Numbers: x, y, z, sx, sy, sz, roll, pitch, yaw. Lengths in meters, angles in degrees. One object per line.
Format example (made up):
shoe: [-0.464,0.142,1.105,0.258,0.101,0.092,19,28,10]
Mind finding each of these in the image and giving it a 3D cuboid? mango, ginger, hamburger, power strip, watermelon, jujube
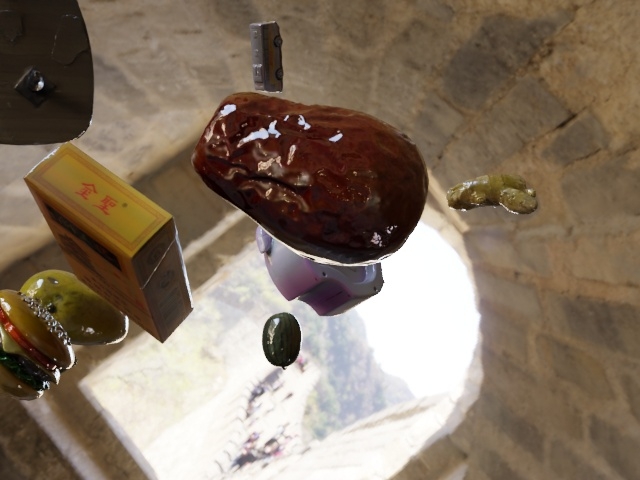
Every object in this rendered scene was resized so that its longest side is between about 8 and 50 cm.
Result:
mango: [-0.724,0.216,2.072,0.253,0.182,0.365,28,-9,38]
ginger: [0.396,-0.116,1.592,0.205,0.115,0.081,9,-21,21]
hamburger: [-0.424,0.145,0.974,0.162,0.115,0.162,43,-15,15]
power strip: [-0.581,0.282,1.565,0.027,0.083,0.017,42,26,-33]
watermelon: [-0.073,0.190,1.317,0.078,0.078,0.111,66,26,-70]
jujube: [-0.009,-0.073,0.771,0.255,0.190,0.190,27,-3,-6]

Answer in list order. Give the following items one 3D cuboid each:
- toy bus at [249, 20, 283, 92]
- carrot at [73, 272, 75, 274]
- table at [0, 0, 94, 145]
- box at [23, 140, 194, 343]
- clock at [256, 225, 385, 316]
toy bus: [-0.132,-0.449,1.710,0.057,0.072,0.172,18,-62,44]
carrot: [-0.507,0.033,1.477,0.032,0.032,0.093,-143,-121,-69]
table: [-0.439,-0.286,0.848,0.317,0.317,0.249,52,-6,-9]
box: [-0.265,0.014,0.912,0.174,0.076,0.274,33,-26,13]
clock: [0.000,0.000,1.528,0.338,0.102,0.339,35,38,-33]
